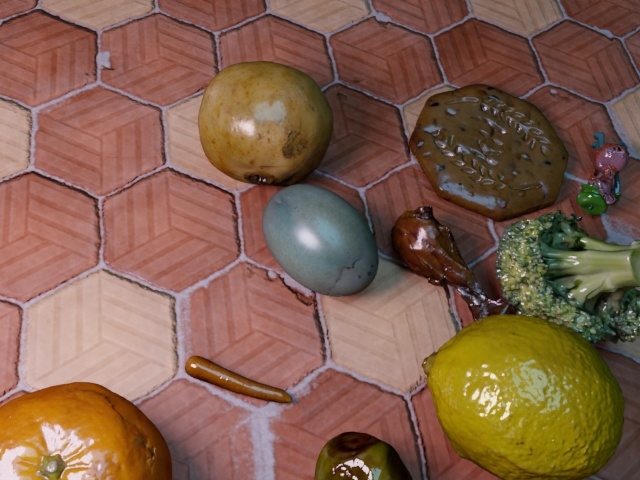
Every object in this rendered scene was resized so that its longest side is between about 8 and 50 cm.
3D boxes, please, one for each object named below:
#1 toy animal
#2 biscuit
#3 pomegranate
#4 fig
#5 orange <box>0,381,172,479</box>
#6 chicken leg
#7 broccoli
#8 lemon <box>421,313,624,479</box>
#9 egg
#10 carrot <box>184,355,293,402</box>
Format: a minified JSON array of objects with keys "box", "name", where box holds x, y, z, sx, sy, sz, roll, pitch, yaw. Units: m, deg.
[{"box":[0.612,-0.142,1.512,0.103,0.100,0.208,45,50,-29],"name":"toy animal"},{"box":[0.364,-0.198,1.518,0.360,0.046,0.358,4,59,-6],"name":"biscuit"},{"box":[-0.106,-0.220,1.336,0.261,0.260,0.260,4,59,-7],"name":"pomegranate"},{"box":[0.059,0.379,1.067,0.154,0.144,0.165,32,79,-8],"name":"fig"},{"box":[-0.349,0.337,0.971,0.284,0.226,0.283,7,56,-11],"name":"orange"},{"box":[0.245,0.061,1.305,0.304,0.113,0.093,49,29,18],"name":"chicken leg"},{"box":[0.458,0.077,1.268,0.288,0.235,0.260,0,20,-25],"name":"broccoli"},{"box":[0.319,0.251,1.118,0.322,0.268,0.268,11,59,-4],"name":"lemon"},{"box":[0.000,0.000,1.263,0.236,0.169,0.169,40,61,16],"name":"egg"},{"box":[-0.137,0.239,1.181,0.190,0.037,0.037,22,59,-1],"name":"carrot"}]
